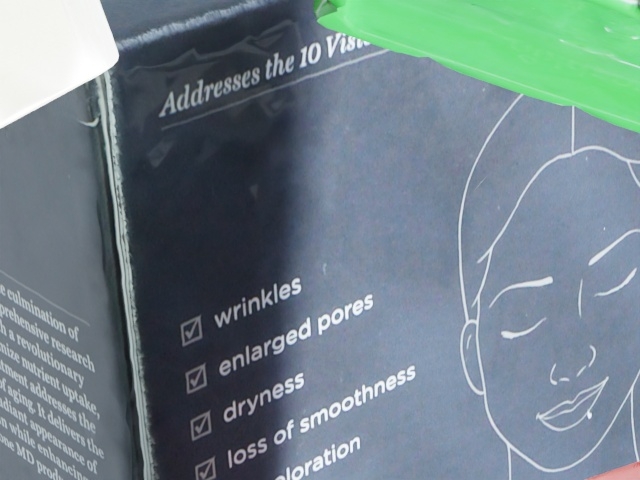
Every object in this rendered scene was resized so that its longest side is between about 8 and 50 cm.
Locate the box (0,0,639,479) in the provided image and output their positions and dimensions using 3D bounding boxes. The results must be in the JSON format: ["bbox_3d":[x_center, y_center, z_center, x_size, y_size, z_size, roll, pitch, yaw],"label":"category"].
[{"bbox_3d":[0.000,0.000,1.257,0.480,0.297,0.472,-22,123,-34],"label":"box"}]

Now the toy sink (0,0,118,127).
[{"bbox_3d":[-0.225,-0.080,0.777,0.234,0.153,0.131,-31,120,-23],"label":"toy sink"}]

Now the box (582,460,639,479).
[{"bbox_3d":[0.130,0.221,1.008,0.154,0.300,0.142,64,23,-11],"label":"box"}]

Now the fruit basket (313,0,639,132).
[{"bbox_3d":[0.140,-0.204,0.652,0.165,0.327,0.353,105,3,-70],"label":"fruit basket"}]
